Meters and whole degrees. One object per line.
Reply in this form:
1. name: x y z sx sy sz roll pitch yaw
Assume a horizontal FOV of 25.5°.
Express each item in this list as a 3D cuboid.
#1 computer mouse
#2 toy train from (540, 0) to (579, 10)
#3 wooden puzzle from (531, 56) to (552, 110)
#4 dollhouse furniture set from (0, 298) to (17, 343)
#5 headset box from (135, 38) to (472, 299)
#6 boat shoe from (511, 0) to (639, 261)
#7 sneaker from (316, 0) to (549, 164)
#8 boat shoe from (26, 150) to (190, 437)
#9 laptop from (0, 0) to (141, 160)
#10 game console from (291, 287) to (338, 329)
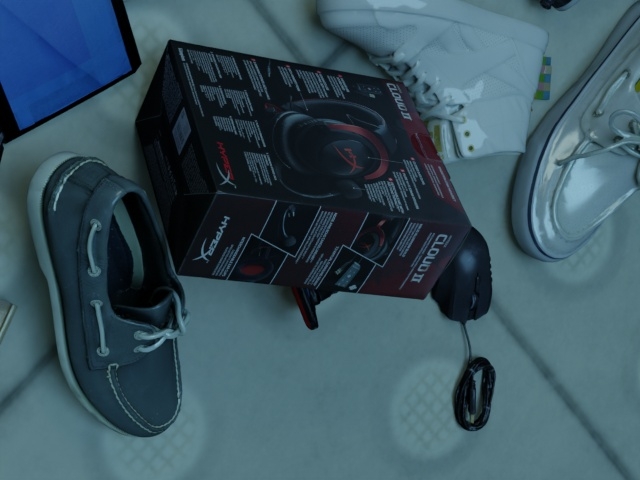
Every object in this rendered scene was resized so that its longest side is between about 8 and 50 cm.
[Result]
1. computer mouse: 0.170 0.100 1.595 0.071 0.041 0.242 -15 104 -29
2. toy train: 0.249 -0.335 1.571 0.105 0.080 0.184 -50 119 -6
3. wooden puzzle: 0.244 -0.186 1.623 0.049 0.006 0.083 1 96 -30
4. dollhouse furniture set: -0.325 -0.008 1.255 0.182 0.101 0.161 27 82 -30
5. headset box: -0.007 -0.064 1.352 0.293 0.218 0.110 6 132 -28
6. boat shoe: 0.364 -0.127 1.613 0.136 0.156 0.367 44 74 -27
7. sneaker: 0.118 -0.164 1.494 0.293 0.108 0.169 9 88 -32
8. boat shoe: -0.178 0.067 1.311 0.116 0.099 0.319 -44 134 -39
9. laptop: -0.256 -0.146 1.204 0.137 0.264 0.234 -6 135 7
10. game console: 0.000 0.000 1.460 0.085 0.124 0.144 -20 107 2
